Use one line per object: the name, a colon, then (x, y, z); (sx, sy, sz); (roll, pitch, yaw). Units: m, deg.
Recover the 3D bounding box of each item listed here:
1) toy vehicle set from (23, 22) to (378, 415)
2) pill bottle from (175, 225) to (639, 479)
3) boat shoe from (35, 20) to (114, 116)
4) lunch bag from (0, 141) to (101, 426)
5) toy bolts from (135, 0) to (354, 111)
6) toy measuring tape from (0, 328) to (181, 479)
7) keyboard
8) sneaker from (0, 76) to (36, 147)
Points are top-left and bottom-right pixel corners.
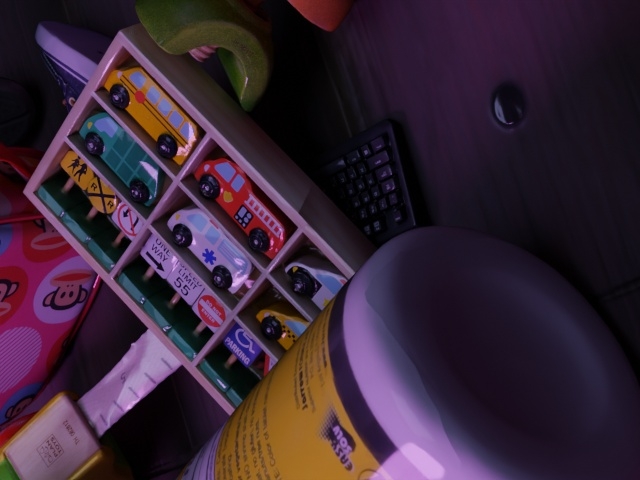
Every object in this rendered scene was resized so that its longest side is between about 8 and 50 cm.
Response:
toy vehicle set: (-0.069, 0.004, 1.016); (0.267, 0.035, 0.166); (46, 129, 10)
pill bottle: (0.021, 0.160, 0.901); (0.334, 0.188, 0.188); (-50, 61, 38)
boat shoe: (-0.165, -0.096, 1.123); (0.183, 0.065, 0.083); (39, 117, 43)
lunch bag: (-0.301, 0.032, 1.132); (0.120, 0.293, 0.258); (44, 121, 30)
toy bolts: (-0.085, -0.231, 0.959); (0.158, 0.228, 0.218); (-44, 42, 14)
toy measuring tape: (-0.159, 0.150, 1.167); (0.330, 0.121, 0.121); (-43, 64, 15)
keyboard: (0.000, 0.000, 1.016); (0.180, 0.023, 0.108); (-26, 78, 45)
sneaker: (-0.339, -0.103, 1.284); (0.227, 0.130, 0.087); (-20, 123, 17)
